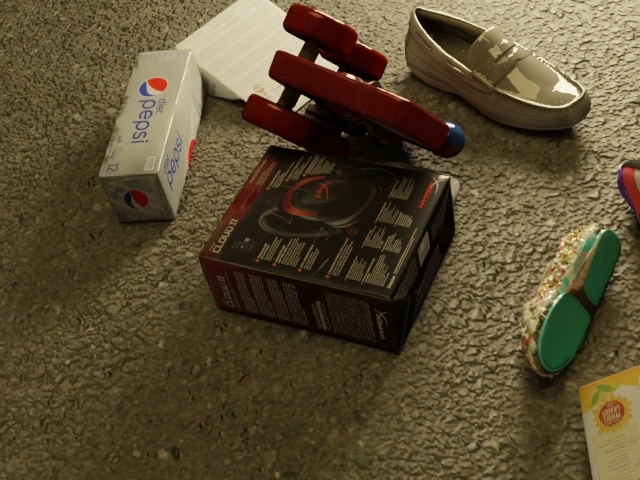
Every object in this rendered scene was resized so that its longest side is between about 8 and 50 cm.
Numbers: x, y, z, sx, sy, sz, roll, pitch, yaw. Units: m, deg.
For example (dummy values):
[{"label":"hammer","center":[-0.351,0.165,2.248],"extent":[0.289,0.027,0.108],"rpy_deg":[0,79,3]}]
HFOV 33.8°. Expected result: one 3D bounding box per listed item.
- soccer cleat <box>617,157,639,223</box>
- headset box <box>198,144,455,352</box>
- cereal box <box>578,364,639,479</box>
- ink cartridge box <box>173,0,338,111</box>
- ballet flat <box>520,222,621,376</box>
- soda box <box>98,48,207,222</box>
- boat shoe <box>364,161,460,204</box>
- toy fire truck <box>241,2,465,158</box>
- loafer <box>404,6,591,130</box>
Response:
[{"label":"soccer cleat","center":[0.445,0.008,1.268],"extent":[0.116,0.108,0.318],"rpy_deg":[-47,42,7]},{"label":"headset box","center":[0.000,0.000,1.363],"extent":[0.293,0.110,0.218],"rpy_deg":[12,51,22]},{"label":"cereal box","center":[0.361,0.228,1.063],"extent":[0.173,0.047,0.240],"rpy_deg":[-26,41,28]},{"label":"ink cartridge box","center":[-0.094,-0.286,1.713],"extent":[0.232,0.066,0.189],"rpy_deg":[41,64,15]},{"label":"ballet flat","center":[0.288,0.074,1.264],"extent":[0.077,0.091,0.241],"rpy_deg":[-10,32,48]},{"label":"soda box","center":[-0.246,-0.161,1.580],"extent":[0.091,0.098,0.286],"rpy_deg":[-4,46,11]},{"label":"boat shoe","center":[0.103,-0.081,1.454],"extent":[0.184,0.066,0.063],"rpy_deg":[7,30,25]},{"label":"toy fire truck","center":[0.061,-0.178,1.422],"extent":[0.254,0.302,0.169],"rpy_deg":[27,95,24]},{"label":"loafer","center":[0.250,-0.255,1.546],"extent":[0.319,0.111,0.112],"rpy_deg":[28,59,33]}]
